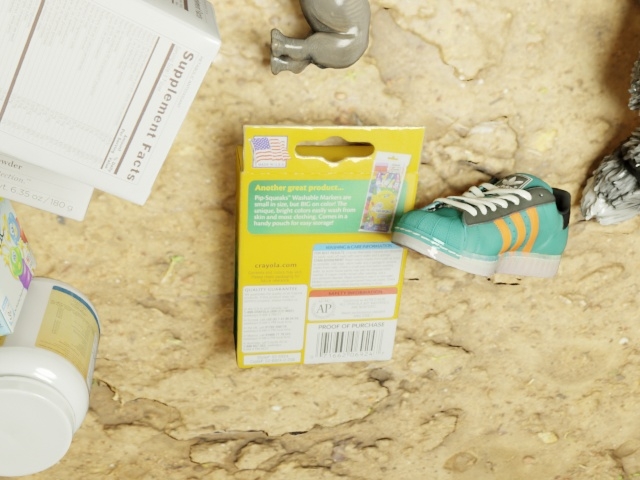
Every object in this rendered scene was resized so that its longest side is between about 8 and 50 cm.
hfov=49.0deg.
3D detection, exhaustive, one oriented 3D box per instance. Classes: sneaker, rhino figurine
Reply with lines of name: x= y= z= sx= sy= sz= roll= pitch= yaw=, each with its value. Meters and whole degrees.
sneaker: x=0.198 y=-0.027 z=0.827 sx=0.302 sy=0.108 sz=0.121 roll=4 pitch=104 yaw=-46
rhino figurine: x=0.001 y=-0.281 z=0.693 sx=0.106 sy=0.073 sz=0.243 roll=-2 pitch=118 yaw=-5

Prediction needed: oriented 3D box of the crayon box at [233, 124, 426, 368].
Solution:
crayon box: x=0.000 y=0.000 z=0.848 sx=0.203 sy=0.083 sz=0.322 roll=-1 pitch=120 yaw=-11

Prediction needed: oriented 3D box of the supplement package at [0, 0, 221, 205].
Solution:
supplement package: x=-0.209 y=-0.148 z=0.486 sx=0.244 sy=0.134 sz=0.139 roll=23 pitch=112 yaw=-22

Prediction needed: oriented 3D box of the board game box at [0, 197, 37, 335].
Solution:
board game box: x=-0.473 y=0.035 z=0.742 sx=0.275 sy=0.144 sz=0.142 roll=-13 pitch=122 yaw=-3

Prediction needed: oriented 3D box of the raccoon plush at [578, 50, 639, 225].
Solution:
raccoon plush: x=0.380 y=-0.246 z=0.769 sx=0.216 sy=0.299 sz=0.446 roll=3 pitch=152 yaw=-30

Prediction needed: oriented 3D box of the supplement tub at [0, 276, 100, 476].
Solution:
supplement tub: x=-0.334 y=0.150 z=0.802 sx=0.144 sy=0.199 sz=0.144 roll=-5 pitch=120 yaw=-8

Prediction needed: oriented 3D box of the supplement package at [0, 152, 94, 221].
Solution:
supplement package: x=-0.247 y=-0.201 z=0.631 sx=0.178 sy=0.175 sz=0.293 roll=18 pitch=114 yaw=-19
